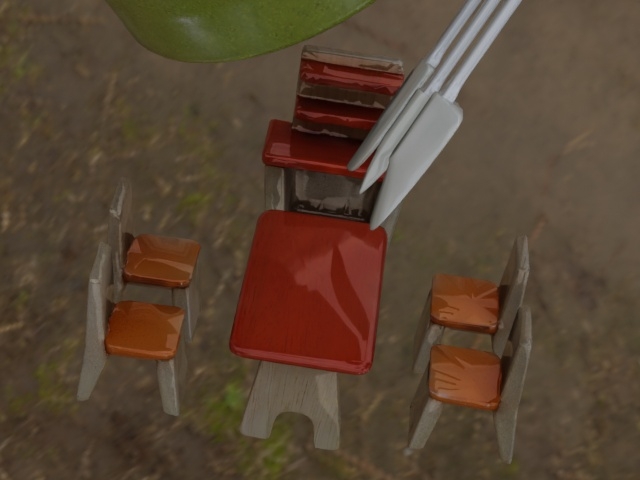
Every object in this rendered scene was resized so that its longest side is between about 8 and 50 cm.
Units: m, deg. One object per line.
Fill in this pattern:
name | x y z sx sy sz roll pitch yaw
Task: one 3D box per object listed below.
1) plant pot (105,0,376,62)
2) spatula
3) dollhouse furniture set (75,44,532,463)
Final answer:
plant pot | -0.089 -0.301 1.027 0.353 0.366 0.366 58 49 -39
spatula | 0.091 -0.120 1.049 0.019 0.168 0.242 35 100 -8
dollhouse furniture set | 0.000 0.000 1.137 0.262 0.135 0.259 8 33 0
